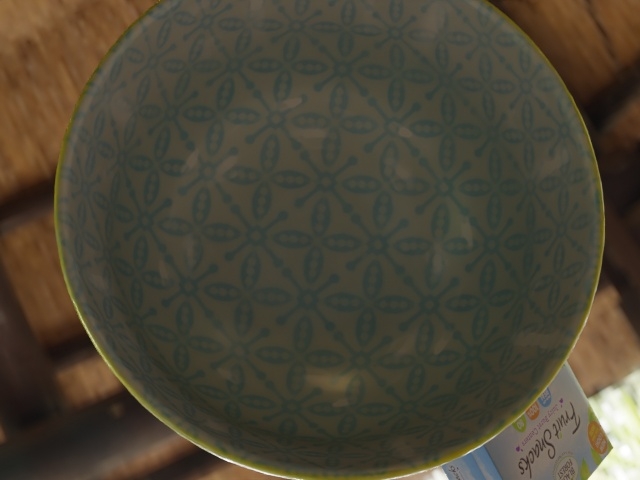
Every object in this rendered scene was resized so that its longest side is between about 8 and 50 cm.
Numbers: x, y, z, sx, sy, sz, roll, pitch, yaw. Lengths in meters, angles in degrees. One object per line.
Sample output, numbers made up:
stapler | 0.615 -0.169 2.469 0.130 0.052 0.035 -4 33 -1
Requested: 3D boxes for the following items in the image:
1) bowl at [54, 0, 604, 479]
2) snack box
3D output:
bowl | 0.000 0.000 1.036 0.289 0.289 0.156 -23 -11 -10
snack box | 0.201 0.195 1.912 0.070 0.174 0.207 -24 7 39
